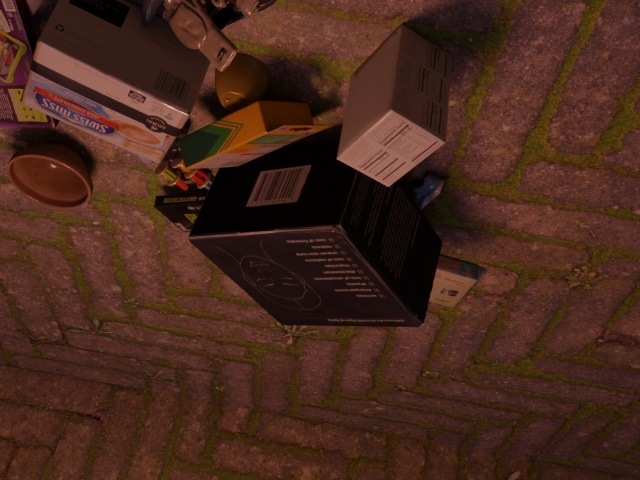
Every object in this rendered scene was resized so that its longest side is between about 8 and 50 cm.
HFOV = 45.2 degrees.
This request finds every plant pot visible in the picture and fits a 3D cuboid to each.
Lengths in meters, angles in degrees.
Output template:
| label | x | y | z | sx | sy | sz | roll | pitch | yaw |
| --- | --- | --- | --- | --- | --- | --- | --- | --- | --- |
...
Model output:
| label | x | y | z | sx | sy | sz | roll | pitch | yaw |
| --- | --- | --- | --- | --- | --- | --- | --- | --- | --- |
| plant pot | -0.194 | -0.360 | 1.825 | 0.134 | 0.095 | 0.134 | 8 | 145 | 5 |
| plant pot | -0.755 | -0.202 | 2.187 | 0.237 | 0.110 | 0.237 | 6 | 145 | 4 |

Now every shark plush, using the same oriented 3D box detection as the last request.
| label | x | y | z | sx | sy | sz | roll | pitch | yaw |
| --- | --- | --- | --- | --- | --- | --- | --- | --- | --- |
| shark plush | -0.345 | -0.529 | 1.647 | 0.073 | 0.067 | 0.161 | 29 | 141 | -25 |

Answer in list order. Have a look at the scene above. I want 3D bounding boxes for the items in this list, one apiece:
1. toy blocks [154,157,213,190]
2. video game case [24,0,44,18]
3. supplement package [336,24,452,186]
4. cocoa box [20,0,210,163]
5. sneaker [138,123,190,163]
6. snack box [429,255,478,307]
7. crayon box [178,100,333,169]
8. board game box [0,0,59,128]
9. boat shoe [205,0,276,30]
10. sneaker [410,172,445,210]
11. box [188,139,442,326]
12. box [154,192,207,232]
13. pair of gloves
| label | x | y | z | sx | sy | sz | roll | pitch | yaw |
| --- | --- | --- | --- | --- | --- | --- | --- | --- | --- |
| toy blocks | -0.374 | -0.175 | 2.174 | 0.123 | 0.054 | 0.148 | -19 | 136 | 34 |
| video game case | -0.715 | -0.632 | 1.626 | 0.329 | 0.036 | 0.300 | 33 | 139 | -29 |
| supplement package | 0.162 | -0.292 | 1.681 | 0.145 | 0.262 | 0.204 | 26 | 143 | -22 |
| cocoa box | -0.458 | -0.378 | 1.748 | 0.347 | 0.232 | 0.228 | 24 | 144 | -18 |
| sneaker | -0.423 | -0.295 | 1.980 | 0.153 | 0.101 | 0.269 | 1 | 150 | 12 |
| snack box | 0.304 | 0.105 | 2.388 | 0.321 | 0.060 | 0.187 | 16 | 146 | -8 |
| crayon box | -0.159 | -0.263 | 1.875 | 0.322 | 0.083 | 0.203 | -17 | 177 | 34 |
| board game box | -0.755 | -0.421 | 1.799 | 0.208 | 0.056 | 0.347 | 1 | 132 | 3 |
| boat shoe | -0.164 | -0.499 | 1.644 | 0.206 | 0.065 | 0.075 | -14 | 139 | 31 |
| sneaker | 0.268 | -0.132 | 2.079 | 0.073 | 0.063 | 0.162 | 37 | 137 | -5 |
| box | 0.000 | 0.000 | 2.066 | 0.479 | 0.298 | 0.472 | -3 | 143 | 34 |
| box | -0.366 | -0.082 | 2.282 | 0.184 | 0.045 | 0.191 | -4 | 156 | 17 |
| pair of gloves | -0.228 | -0.501 | 1.610 | 0.204 | 0.042 | 0.240 | 37 | 130 | 3 |
